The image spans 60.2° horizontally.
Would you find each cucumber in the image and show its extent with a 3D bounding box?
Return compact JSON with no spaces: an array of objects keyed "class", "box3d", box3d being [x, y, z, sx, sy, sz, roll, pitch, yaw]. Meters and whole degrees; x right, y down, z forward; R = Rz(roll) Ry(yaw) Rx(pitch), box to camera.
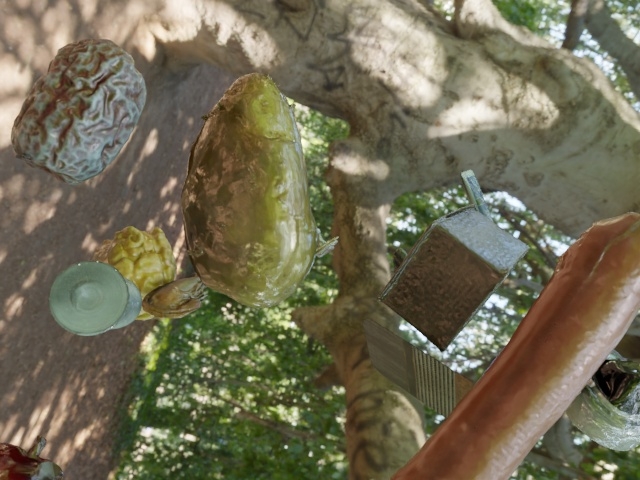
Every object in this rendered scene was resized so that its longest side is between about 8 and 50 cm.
[{"class":"cucumber","box3d":[0.183,0.066,1.176,0.105,0.048,0.048,64,-15,10]}]

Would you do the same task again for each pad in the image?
[{"class":"pad","box3d":[0.168,0.305,0.977,0.055,0.250,0.323,-24,129,-40]}]

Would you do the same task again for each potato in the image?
[{"class":"potato","box3d":[-0.095,-0.063,0.703,0.192,0.141,0.296,0,-92,43]}]

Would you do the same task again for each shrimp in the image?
[{"class":"shrimp","box3d":[-0.279,0.125,1.236,0.262,0.117,0.066,-22,135,-51]}]

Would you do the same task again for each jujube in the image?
[{"class":"jujube","box3d":[-0.506,-0.271,1.174,0.317,0.226,0.226,-62,-179,-17]}]

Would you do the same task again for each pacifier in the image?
[{"class":"pacifier","box3d":[0.000,0.000,1.217,0.083,0.064,0.068,-31,180,-25]}]

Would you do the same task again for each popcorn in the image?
[{"class":"popcorn","box3d":[-0.444,0.072,1.313,0.250,0.190,0.250,-22,-130,28]}]

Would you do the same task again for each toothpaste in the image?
[{"class":"toothpaste","box3d":[0.361,-0.065,1.244,0.057,0.197,0.035,-21,-179,-44]}]

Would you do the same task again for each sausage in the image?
[{"class":"sausage","box3d":[0.206,0.149,0.566,0.419,0.094,0.094,-54,-157,2]}]

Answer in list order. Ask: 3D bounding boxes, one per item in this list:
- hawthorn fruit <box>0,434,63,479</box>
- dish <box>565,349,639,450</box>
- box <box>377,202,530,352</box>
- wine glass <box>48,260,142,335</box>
[{"class":"hawthorn fruit","box3d":[-0.402,0.324,0.653,0.202,0.185,0.185,-55,176,-27]},{"class":"dish","box3d":[0.366,0.175,0.679,0.141,0.141,0.078,-74,-171,-45]},{"class":"box","box3d":[0.249,0.055,0.988,0.273,0.143,0.184,-17,143,-60]},{"class":"wine glass","box3d":[-0.257,0.063,0.875,0.096,0.264,0.309,67,-15,2]}]
